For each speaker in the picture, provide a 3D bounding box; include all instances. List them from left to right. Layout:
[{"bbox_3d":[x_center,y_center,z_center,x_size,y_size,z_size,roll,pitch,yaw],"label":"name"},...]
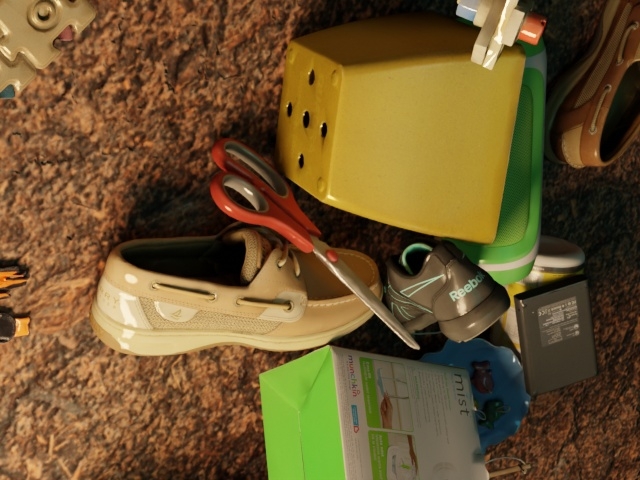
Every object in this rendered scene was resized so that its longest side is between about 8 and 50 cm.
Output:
[{"bbox_3d":[0.194,-0.103,1.686,0.131,0.131,0.296,-17,117,-31],"label":"speaker"}]

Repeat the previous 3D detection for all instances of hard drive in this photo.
[{"bbox_3d":[0.287,0.117,1.778,0.094,0.022,0.135,-17,113,-14],"label":"hard drive"}]

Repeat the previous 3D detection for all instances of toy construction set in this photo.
[{"bbox_3d":[0.095,-0.305,1.441,0.151,0.328,0.215,-53,174,3],"label":"toy construction set"}]

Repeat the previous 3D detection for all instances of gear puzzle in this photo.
[{"bbox_3d":[-0.358,-0.259,1.266,0.175,0.044,0.339,-48,126,-10],"label":"gear puzzle"}]

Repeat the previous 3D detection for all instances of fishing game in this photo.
[{"bbox_3d":[0.169,0.202,1.801,0.189,0.041,0.264,-10,118,-3],"label":"fishing game"}]

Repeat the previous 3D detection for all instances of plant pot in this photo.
[{"bbox_3d":[0.067,-0.126,1.543,0.187,0.212,0.212,0,108,-25],"label":"plant pot"}]

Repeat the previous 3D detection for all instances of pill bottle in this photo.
[{"bbox_3d":[0.268,0.092,1.834,0.103,0.103,0.184,-7,112,-35],"label":"pill bottle"}]

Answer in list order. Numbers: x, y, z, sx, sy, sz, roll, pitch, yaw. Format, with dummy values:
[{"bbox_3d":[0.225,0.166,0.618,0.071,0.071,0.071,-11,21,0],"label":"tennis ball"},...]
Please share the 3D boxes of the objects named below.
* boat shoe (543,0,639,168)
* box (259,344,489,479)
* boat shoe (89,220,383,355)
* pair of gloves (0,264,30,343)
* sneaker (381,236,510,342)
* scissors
[{"bbox_3d":[0.395,-0.217,1.795,0.122,0.120,0.324,38,84,-40],"label":"boat shoe"},{"bbox_3d":[0.068,0.266,1.620,0.231,0.127,0.262,13,63,-43],"label":"box"},{"bbox_3d":[-0.070,0.042,1.533,0.341,0.121,0.110,-7,131,-34],"label":"boat shoe"},{"bbox_3d":[-0.320,0.065,1.441,0.074,0.010,0.083,-12,117,-35],"label":"pair of gloves"},{"bbox_3d":[0.120,0.041,1.618,0.101,0.267,0.106,-41,102,-15],"label":"sneaker"},{"bbox_3d":[0.000,0.000,1.544,0.297,0.109,0.021,36,122,-16],"label":"scissors"}]
